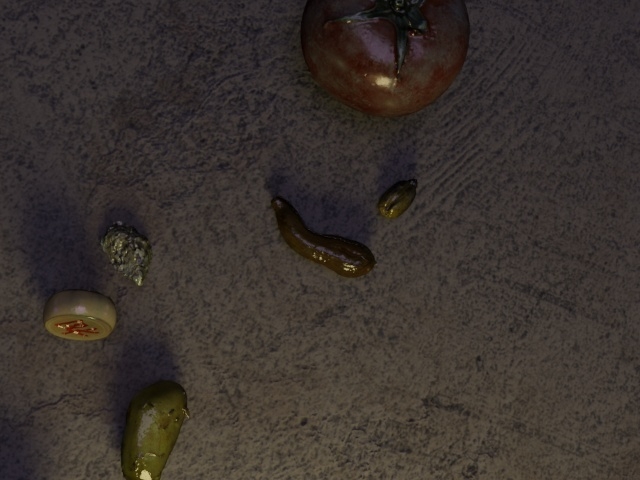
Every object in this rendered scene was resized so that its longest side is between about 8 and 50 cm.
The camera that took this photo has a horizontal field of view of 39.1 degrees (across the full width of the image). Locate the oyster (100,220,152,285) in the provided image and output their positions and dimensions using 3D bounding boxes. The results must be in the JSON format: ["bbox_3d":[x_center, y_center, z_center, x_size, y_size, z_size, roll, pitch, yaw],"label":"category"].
[{"bbox_3d":[-0.347,0.020,1.615,0.100,0.037,0.098,24,74,-8],"label":"oyster"}]

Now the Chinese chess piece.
[{"bbox_3d":[-0.409,0.128,1.534,0.122,0.122,0.051,5,60,-13],"label":"Chinese chess piece"}]

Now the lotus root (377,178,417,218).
[{"bbox_3d":[0.153,-0.083,1.751,0.054,0.049,0.099,44,73,7],"label":"lotus root"}]

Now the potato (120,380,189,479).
[{"bbox_3d":[-0.290,0.331,1.545,0.105,0.085,0.188,18,78,-32],"label":"potato"}]

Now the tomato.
[{"bbox_3d":[0.122,-0.386,1.683,0.316,0.282,0.317,2,77,-10],"label":"tomato"}]

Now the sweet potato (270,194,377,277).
[{"bbox_3d":[-0.004,0.004,1.693,0.233,0.062,0.081,31,58,-3],"label":"sweet potato"}]
